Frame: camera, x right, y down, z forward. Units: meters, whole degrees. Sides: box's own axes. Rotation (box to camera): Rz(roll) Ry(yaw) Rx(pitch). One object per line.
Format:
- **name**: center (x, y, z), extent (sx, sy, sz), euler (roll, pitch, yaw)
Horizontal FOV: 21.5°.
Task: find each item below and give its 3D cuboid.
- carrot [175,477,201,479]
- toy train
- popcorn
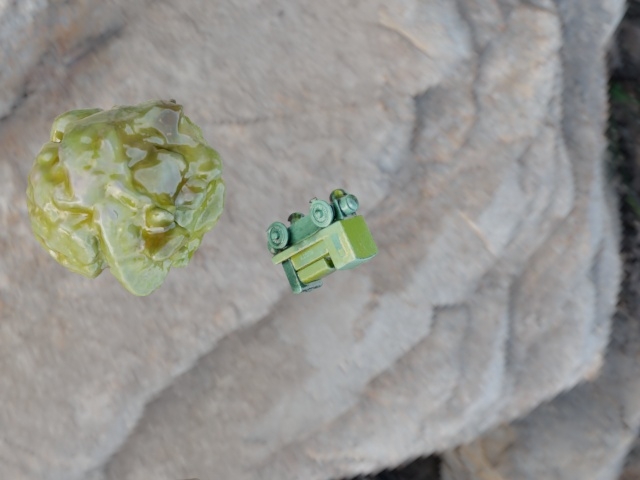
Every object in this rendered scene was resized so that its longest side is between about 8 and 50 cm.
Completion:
- **carrot**: center (0.000, 0.225, 0.807), extent (0.070, 0.260, 0.070), euler (-35, 161, -14)
- **toy train**: center (0.000, 0.000, 1.652), extent (0.050, 0.122, 0.081), euler (-19, 81, -48)
- **popcorn**: center (-0.181, -0.041, 1.587), extent (0.187, 0.185, 0.167), euler (-1, 113, 11)
